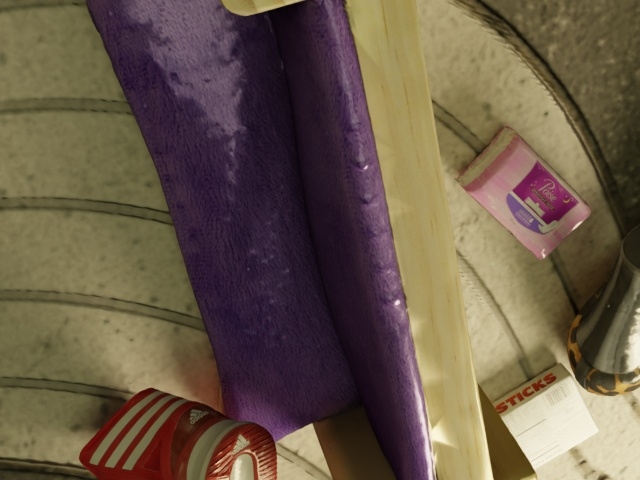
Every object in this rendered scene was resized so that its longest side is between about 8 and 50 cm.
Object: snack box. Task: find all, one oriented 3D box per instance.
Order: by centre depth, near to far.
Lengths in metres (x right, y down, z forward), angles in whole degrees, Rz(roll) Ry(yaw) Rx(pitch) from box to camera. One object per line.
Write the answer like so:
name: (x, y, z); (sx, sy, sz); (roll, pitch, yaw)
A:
snack box: (0.120, 0.163, 0.760); (0.178, 0.022, 0.064); (-31, 119, 1)

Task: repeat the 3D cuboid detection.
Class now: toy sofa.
toy sofa: (0.000, 0.000, 0.581); (0.177, 0.150, 0.362); (-17, 118, -8)

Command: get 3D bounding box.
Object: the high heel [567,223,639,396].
high heel: (0.287, 0.009, 0.721); (0.261, 0.093, 0.186); (-28, 148, -19)

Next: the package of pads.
package of pads: (0.134, -0.031, 0.667); (0.083, 0.032, 0.050); (39, 102, -26)

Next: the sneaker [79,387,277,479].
sneaker: (-0.092, 0.192, 0.673); (0.087, 0.128, 0.221); (-19, 123, -46)
